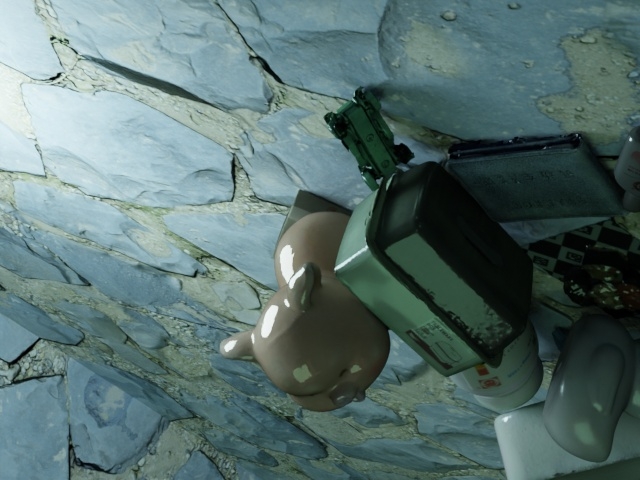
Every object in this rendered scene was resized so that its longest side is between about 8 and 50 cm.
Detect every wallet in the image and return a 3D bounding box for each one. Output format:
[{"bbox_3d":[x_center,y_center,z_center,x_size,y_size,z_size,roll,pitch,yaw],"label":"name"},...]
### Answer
[{"bbox_3d":[0.295,-0.080,1.628,0.222,0.036,0.167,-1,147,42],"label":"wallet"}]

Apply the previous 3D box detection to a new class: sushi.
[{"bbox_3d":[0.436,0.068,1.796,0.231,0.047,0.219,32,155,-20],"label":"sushi"}]

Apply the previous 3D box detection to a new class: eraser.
[{"bbox_3d":[0.502,0.359,2.126,0.331,0.150,0.331,-10,157,-4],"label":"eraser"}]

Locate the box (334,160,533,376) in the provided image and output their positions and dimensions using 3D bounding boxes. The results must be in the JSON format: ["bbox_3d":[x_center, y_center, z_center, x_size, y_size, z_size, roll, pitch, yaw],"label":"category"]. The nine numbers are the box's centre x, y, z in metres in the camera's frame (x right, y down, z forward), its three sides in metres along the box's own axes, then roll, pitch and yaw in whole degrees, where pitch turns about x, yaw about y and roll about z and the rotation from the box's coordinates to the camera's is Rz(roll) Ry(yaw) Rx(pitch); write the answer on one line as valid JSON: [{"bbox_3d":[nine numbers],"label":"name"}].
[{"bbox_3d":[0.170,0.039,1.726,0.290,0.220,0.166,43,125,-18],"label":"box"}]

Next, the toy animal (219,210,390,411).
[{"bbox_3d":[0.007,0.100,1.800,0.269,0.326,0.237,9,141,-38],"label":"toy animal"}]

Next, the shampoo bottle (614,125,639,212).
[{"bbox_3d":[0.414,-0.086,1.504,0.080,0.040,0.165,17,154,9],"label":"shampoo bottle"}]

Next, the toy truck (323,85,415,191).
[{"bbox_3d":[0.060,-0.149,1.663,0.154,0.080,0.078,53,177,-42],"label":"toy truck"}]

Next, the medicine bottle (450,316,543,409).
[{"bbox_3d":[0.273,0.165,1.991,0.170,0.170,0.293,8,151,31],"label":"medicine bottle"}]

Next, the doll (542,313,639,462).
[{"bbox_3d":[0.469,0.233,1.858,0.221,0.251,0.221,21,155,10],"label":"doll"}]

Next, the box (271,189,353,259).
[{"bbox_3d":[0.000,0.000,2.030,0.141,0.058,0.201,24,157,-2],"label":"box"}]

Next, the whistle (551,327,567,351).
[{"bbox_3d":[0.469,0.192,2.006,0.090,0.090,0.158,45,-175,-40],"label":"whistle"}]
